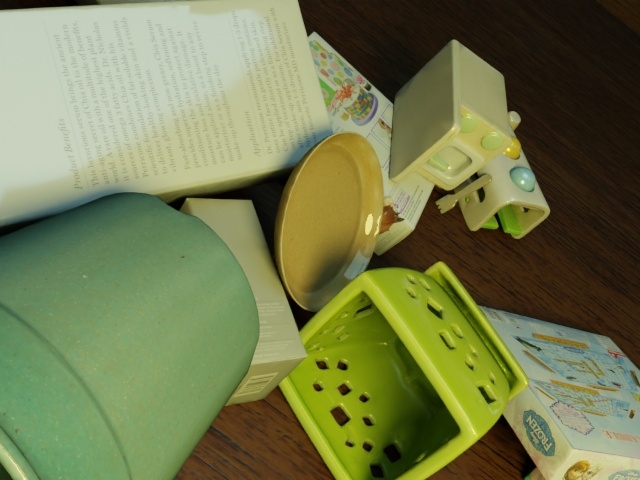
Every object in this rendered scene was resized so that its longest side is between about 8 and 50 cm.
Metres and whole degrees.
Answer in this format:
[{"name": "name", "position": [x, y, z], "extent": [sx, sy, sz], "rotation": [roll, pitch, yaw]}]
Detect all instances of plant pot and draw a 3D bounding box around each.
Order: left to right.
[{"name": "plant pot", "position": [-0.241, 0.127, 0.652], "extent": [0.341, 0.341, 0.334], "rotation": [41, 35, 2]}, {"name": "plant pot", "position": [0.010, -0.025, 0.934], "extent": [0.032, 0.236, 0.236], "rotation": [14, 32, 31]}, {"name": "plant pot", "position": [0.111, 0.169, 0.921], "extent": [0.207, 0.228, 0.227], "rotation": [-14, 64, -49]}]

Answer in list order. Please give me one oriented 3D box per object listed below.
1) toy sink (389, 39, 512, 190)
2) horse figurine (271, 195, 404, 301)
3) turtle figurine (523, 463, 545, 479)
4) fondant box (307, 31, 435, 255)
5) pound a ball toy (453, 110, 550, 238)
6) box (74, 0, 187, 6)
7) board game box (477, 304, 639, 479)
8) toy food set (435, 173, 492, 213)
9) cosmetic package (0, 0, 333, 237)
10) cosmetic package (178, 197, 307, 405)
[{"name": "toy sink", "position": [0.216, -0.185, 1.193], "extent": [0.131, 0.153, 0.234], "rotation": [29, 44, -22]}, {"name": "horse figurine", "position": [0.000, 0.000, 1.034], "extent": [0.066, 0.174, 0.263], "rotation": [29, 71, 36]}, {"name": "turtle figurine", "position": [0.413, 0.386, 1.025], "extent": [0.234, 0.118, 0.175], "rotation": [46, 35, 20]}, {"name": "fondant box", "position": [0.042, -0.168, 1.219], "extent": [0.330, 0.096, 0.238], "rotation": [42, 42, -9]}, {"name": "pound a ball toy", "position": [0.364, -0.165, 1.434], "extent": [0.208, 0.135, 0.319], "rotation": [9, 51, -29]}, {"name": "box", "position": [-0.342, -0.446, 1.097], "extent": [0.148, 0.121, 0.311], "rotation": [-46, 105, -13]}, {"name": "board game box", "position": [0.394, 0.237, 1.086], "extent": [0.319, 0.065, 0.318], "rotation": [15, 25, -24]}, {"name": "toy food set", "position": [0.227, -0.161, 1.347], "extent": [0.038, 0.132, 0.192], "rotation": [26, 35, -58]}, {"name": "cosmetic package", "position": [-0.225, -0.157, 0.900], "extent": [0.454, 0.162, 0.229], "rotation": [-14, 90, -32]}, {"name": "cosmetic package", "position": [-0.118, 0.074, 0.908], "extent": [0.107, 0.127, 0.237], "rotation": [-3, 55, -37]}]
